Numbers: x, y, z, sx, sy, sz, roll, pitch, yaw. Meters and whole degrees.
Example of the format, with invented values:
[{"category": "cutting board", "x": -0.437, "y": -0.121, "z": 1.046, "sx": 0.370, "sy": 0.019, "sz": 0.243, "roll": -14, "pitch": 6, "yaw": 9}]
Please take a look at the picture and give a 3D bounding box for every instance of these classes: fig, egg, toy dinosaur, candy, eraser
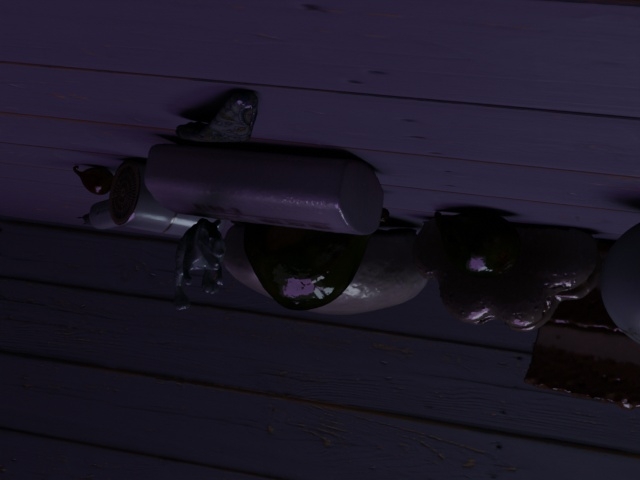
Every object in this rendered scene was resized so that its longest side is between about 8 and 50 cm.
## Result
[{"category": "fig", "x": -0.397, "y": -0.110, "z": 1.752, "sx": 0.083, "sy": 0.050, "sz": 0.050, "roll": 26, "pitch": -179, "yaw": 17}, {"category": "fig", "x": 0.237, "y": -0.001, "z": 1.623, "sx": 0.117, "sy": 0.117, "sz": 0.177, "roll": 11, "pitch": -175, "yaw": -37}, {"category": "egg", "x": 0.479, "y": 0.057, "z": 1.297, "sx": 0.264, "sy": 0.183, "sz": 0.183, "roll": 4, "pitch": 179, "yaw": -31}, {"category": "toy dinosaur", "x": -0.170, "y": 0.032, "z": 1.408, "sx": 0.076, "sy": 0.129, "sz": 0.383, "roll": 15, "pitch": 180, "yaw": -12}, {"category": "candy", "x": -0.001, "y": 0.045, "z": 1.980, "sx": 0.386, "sy": 0.186, "sz": 0.427, "roll": 13, "pitch": -174, "yaw": 41}, {"category": "fig", "x": 0.000, "y": 0.000, "z": 1.582, "sx": 0.245, "sy": 0.195, "sz": 0.195, "roll": -22, "pitch": 168, "yaw": 12}, {"category": "eraser", "x": -0.069, "y": -0.068, "z": 1.314, "sx": 0.270, "sy": 0.095, "sz": 0.174, "roll": 6, "pitch": 173, "yaw": 21}]

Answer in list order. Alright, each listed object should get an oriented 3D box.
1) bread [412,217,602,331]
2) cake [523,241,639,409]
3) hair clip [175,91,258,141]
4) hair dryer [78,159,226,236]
[{"category": "bread", "x": 0.308, "y": 0.058, "z": 1.731, "sx": 0.337, "sy": 0.183, "sz": 0.102, "roll": 5, "pitch": 167, "yaw": 34}, {"category": "cake", "x": 0.539, "y": 0.156, "z": 1.823, "sx": 0.282, "sy": 0.290, "sz": 0.255, "roll": 7, "pitch": 175, "yaw": 27}, {"category": "hair clip", "x": -0.103, "y": -0.119, "z": 1.042, "sx": 0.066, "sy": 0.036, "sz": 0.229, "roll": 3, "pitch": 178, "yaw": -19}, {"category": "hair dryer", "x": -0.317, "y": -0.053, "z": 1.713, "sx": 0.173, "sy": 0.108, "sz": 0.357, "roll": 12, "pitch": 169, "yaw": -37}]
